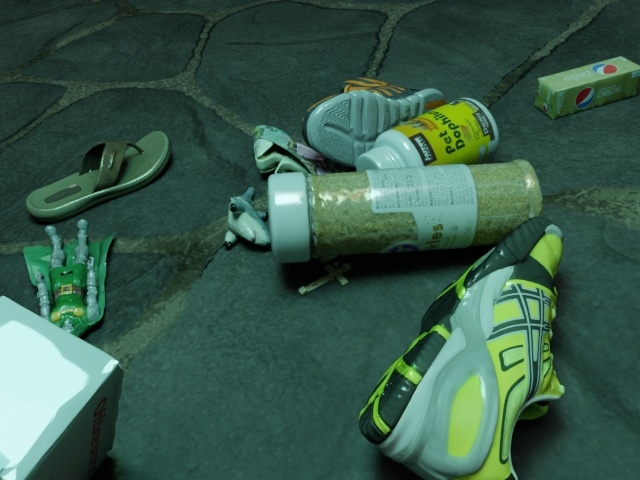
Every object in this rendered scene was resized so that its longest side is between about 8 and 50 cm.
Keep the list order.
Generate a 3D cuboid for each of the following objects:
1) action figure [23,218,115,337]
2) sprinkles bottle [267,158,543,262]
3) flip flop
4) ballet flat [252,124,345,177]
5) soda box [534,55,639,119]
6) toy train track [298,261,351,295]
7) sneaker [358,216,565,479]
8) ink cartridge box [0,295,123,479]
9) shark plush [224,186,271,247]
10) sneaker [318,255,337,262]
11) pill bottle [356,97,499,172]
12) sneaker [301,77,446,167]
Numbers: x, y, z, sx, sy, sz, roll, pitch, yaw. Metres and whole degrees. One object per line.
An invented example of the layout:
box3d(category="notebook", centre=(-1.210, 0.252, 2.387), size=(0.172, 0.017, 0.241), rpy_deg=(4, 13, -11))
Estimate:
box3d(category="action figure", centre=(-0.355, 0.062, 0.854), size=(0.137, 0.063, 0.232), rpy_deg=(-15, 44, -12))
box3d(category="sprinkles bottle", centre=(0.108, -0.041, 0.816), size=(0.355, 0.121, 0.121), rpy_deg=(-4, 40, -4))
box3d(category="flip flop", centre=(-0.389, -0.127, 1.063), size=(0.277, 0.080, 0.112), rpy_deg=(-30, 44, -23))
box3d(category="ballet flat", centre=(-0.058, -0.134, 1.023), size=(0.221, 0.077, 0.079), rpy_deg=(30, 57, 32))
box3d(category="soda box", centre=(0.491, -0.282, 1.108), size=(0.181, 0.058, 0.061), rpy_deg=(-16, 41, -10))
box3d(category="toy train track", centre=(0.006, 0.051, 0.834), size=(0.083, 0.014, 0.048), rpy_deg=(-28, 44, -21))
box3d(category="sneaker", centre=(0.191, 0.115, 0.662), size=(0.147, 0.145, 0.384), rpy_deg=(41, 52, 6))
box3d(category="ink cartridge box", centre=(-0.312, 0.233, 0.488), size=(0.129, 0.223, 0.307), rpy_deg=(30, 46, 3))
box3d(category="shark plush", centre=(-0.113, -0.035, 0.952), size=(0.067, 0.073, 0.161), rpy_deg=(8, 17, -11))
box3d(category="sneaker", centre=(0.000, 0.000, 0.886), size=(0.037, 0.032, 0.083), rpy_deg=(-21, 51, -24))
box3d(category="pill bottle", centre=(0.166, -0.136, 0.946), size=(0.215, 0.117, 0.117), rpy_deg=(-27, 43, -21))
box3d(category="sneaker", centre=(0.058, -0.212, 1.048), size=(0.321, 0.125, 0.180), rpy_deg=(-14, 27, -41))
